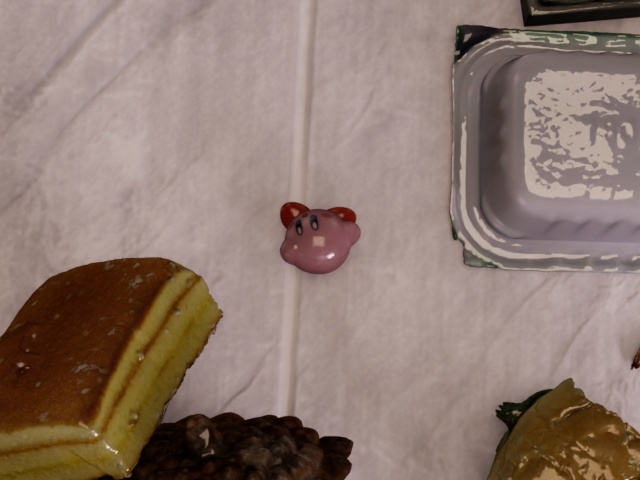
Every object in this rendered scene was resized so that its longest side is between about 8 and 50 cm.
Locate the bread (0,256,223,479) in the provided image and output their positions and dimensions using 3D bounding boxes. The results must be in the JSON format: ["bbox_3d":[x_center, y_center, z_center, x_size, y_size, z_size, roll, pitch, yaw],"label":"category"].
[{"bbox_3d":[-0.222,0.118,1.396,0.184,0.234,0.110,-11,123,30],"label":"bread"}]

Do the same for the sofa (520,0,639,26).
[{"bbox_3d":[0.283,-0.278,1.595,0.147,0.060,0.085,-5,81,-4],"label":"sofa"}]

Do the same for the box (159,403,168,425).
[{"bbox_3d":[-0.189,0.196,1.500,0.051,0.036,0.117,19,80,-2],"label":"box"}]

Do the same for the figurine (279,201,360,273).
[{"bbox_3d":[0.000,0.000,1.528,0.083,0.071,0.067,-8,123,3],"label":"figurine"}]

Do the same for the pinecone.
[{"bbox_3d":[-0.076,0.299,1.386,0.298,0.242,0.295,-10,81,-5],"label":"pinecone"}]

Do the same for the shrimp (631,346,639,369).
[{"bbox_3d":[0.361,0.144,1.553,0.083,0.023,0.114,7,75,0],"label":"shrimp"}]

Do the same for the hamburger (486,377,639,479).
[{"bbox_3d":[0.266,0.293,1.469,0.211,0.132,0.309,-43,87,-11],"label":"hamburger"}]

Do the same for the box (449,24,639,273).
[{"bbox_3d":[0.306,-0.102,1.547,0.337,0.106,0.264,2,81,-4],"label":"box"}]
